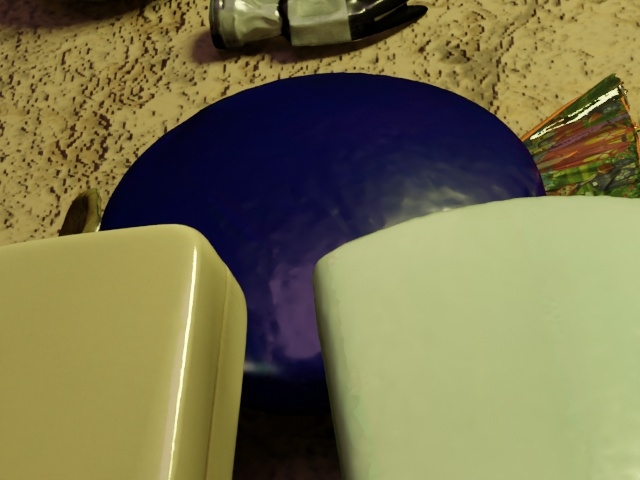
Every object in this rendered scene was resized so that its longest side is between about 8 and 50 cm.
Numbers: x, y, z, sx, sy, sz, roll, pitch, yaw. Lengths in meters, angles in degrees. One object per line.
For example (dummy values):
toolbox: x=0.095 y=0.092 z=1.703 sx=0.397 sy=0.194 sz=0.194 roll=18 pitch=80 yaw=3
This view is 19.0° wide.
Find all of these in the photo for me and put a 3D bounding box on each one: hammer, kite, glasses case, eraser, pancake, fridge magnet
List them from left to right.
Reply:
glasses case: x=-0.123 y=0.153 z=0.923 sx=0.144 sy=0.076 sz=0.336 roll=-6 pitch=56 yaw=17
pancake: x=-0.148 y=0.022 z=1.126 sx=0.011 sy=0.115 sz=0.115 roll=14 pitch=39 yaw=-16
fridge magnet: x=0.000 y=0.000 z=1.107 sx=0.265 sy=0.112 sz=0.265 roll=-6 pitch=42 yaw=5
hammer: x=0.011 y=-0.283 z=1.475 sx=0.152 sy=0.044 sz=0.427 roll=-3 pitch=42 yaw=7
eraser: x=0.103 y=0.108 z=0.847 sx=0.189 sy=0.104 sz=0.290 roll=-11 pitch=42 yaw=2
kite: x=0.162 y=-0.051 z=1.169 sx=0.183 sy=0.014 sz=0.241 roll=-23 pitch=18 yaw=8
